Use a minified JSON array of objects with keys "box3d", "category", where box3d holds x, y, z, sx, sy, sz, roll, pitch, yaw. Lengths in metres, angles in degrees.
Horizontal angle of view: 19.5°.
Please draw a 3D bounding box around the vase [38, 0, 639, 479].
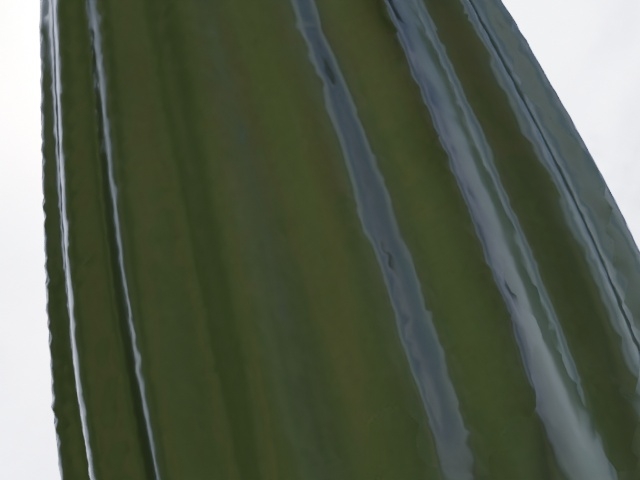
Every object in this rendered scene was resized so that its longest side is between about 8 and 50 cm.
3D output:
[{"box3d":[0.000,0.000,0.386,0.128,0.128,0.248,-25,-112,24],"category":"vase"}]
